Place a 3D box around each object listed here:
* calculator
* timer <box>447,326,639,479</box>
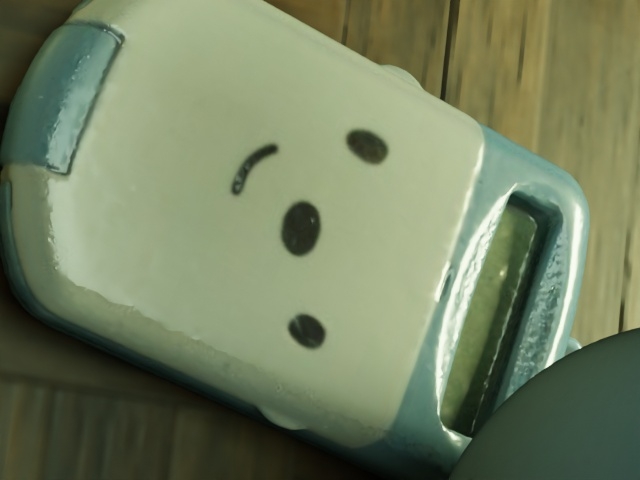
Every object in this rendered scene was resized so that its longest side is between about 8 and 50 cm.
[{"bbox_3d":[0.000,0.000,0.562,0.210,0.039,0.121,28,73,-22],"label":"calculator"},{"bbox_3d":[0.090,0.133,0.524,0.175,0.255,0.175,13,44,-13],"label":"timer"}]
